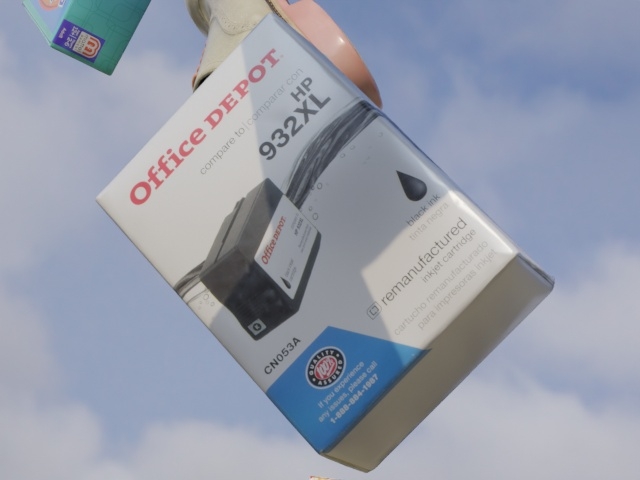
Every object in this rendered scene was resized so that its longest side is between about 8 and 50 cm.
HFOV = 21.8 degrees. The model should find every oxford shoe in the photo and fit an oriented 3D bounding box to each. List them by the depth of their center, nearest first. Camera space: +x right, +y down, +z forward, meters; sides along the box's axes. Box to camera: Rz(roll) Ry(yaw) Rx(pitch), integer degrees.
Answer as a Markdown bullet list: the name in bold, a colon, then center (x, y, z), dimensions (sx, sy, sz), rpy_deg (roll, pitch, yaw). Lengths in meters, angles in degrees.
- **oxford shoe**: center (-0.083, -0.194, 1.689), dimensions (0.140, 0.146, 0.397), rpy_deg (59, -8, -29)

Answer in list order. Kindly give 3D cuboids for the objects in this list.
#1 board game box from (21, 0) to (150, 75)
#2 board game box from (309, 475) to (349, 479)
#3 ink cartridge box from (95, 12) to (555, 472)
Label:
- **board game box**: center (-0.119, -0.222, 1.077), dimensions (0.047, 0.210, 0.160), rpy_deg (26, 9, -23)
- **board game box**: center (0.073, 0.367, 2.002), dimensions (0.193, 0.147, 0.045), rpy_deg (6, -33, 5)
- **ink cartridge box**: center (0.000, 0.000, 1.363), dimensions (0.307, 0.223, 0.129), rpy_deg (46, 6, 25)
